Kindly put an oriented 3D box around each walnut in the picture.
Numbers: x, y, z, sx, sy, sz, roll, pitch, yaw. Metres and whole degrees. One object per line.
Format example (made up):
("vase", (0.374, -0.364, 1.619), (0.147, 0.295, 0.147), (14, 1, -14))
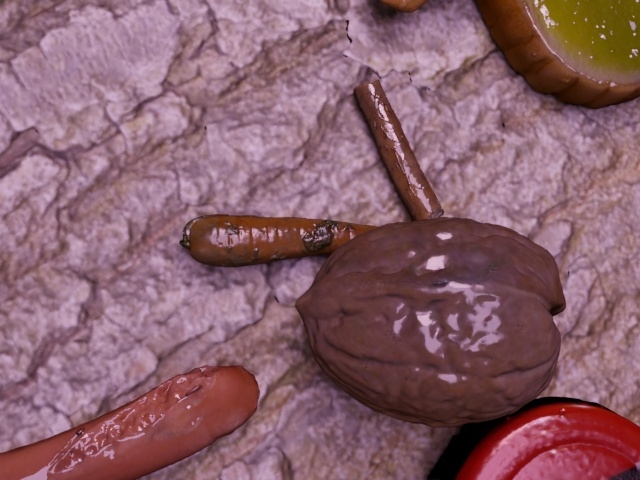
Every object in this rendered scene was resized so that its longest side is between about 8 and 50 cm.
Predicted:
("walnut", (0.093, 0.068, 0.808), (0.230, 0.178, 0.178), (6, 81, 1))

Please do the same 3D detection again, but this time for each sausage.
("sausage", (-0.189, 0.175, 0.780), (0.304, 0.078, 0.078), (-19, 87, -13))

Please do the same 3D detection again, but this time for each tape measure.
("tape measure", (0.211, 0.267, 0.828), (0.260, 0.114, 0.253), (26, 78, -7))

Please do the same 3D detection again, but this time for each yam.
("yam", (0.072, -0.082, 0.890), (0.032, 0.032, 0.145), (-24, 87, -13))

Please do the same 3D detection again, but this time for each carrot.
("carrot", (0.000, 0.000, 0.861), (0.254, 0.049, 0.049), (0, 83, -16))

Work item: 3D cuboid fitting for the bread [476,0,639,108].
("bread", (0.270, -0.245, 0.931), (0.236, 0.070, 0.236), (1, 84, -11))

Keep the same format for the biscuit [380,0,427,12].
("biscuit", (0.133, -0.316, 0.880), (0.238, 0.041, 0.212), (-5, 69, 14))
